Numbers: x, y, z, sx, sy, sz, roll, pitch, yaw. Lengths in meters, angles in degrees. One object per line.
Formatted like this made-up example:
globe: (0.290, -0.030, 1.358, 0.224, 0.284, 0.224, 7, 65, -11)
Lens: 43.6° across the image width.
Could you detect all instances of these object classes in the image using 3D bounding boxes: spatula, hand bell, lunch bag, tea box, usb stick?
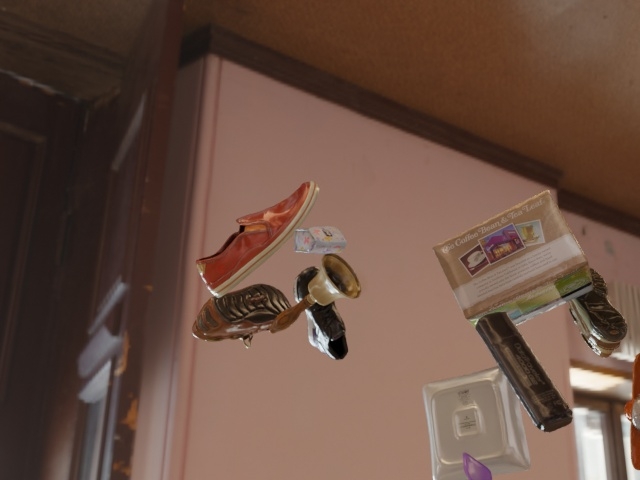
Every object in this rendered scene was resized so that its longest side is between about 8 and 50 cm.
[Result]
spatula: (0.466, 0.590, 1.906, 0.296, 0.084, 0.030, 22, 122, -7)
hand bell: (-0.032, 0.147, 1.869, 0.242, 0.126, 0.126, -40, 138, 26)
lunch bag: (0.000, 0.000, 1.485, 0.071, 0.053, 0.083, 0, -175, -30)
tea box: (0.512, 0.074, 2.104, 0.329, 0.220, 0.323, -28, 156, 13)
usb stick: (0.384, 0.243, 1.527, 0.077, 0.278, 0.045, -16, 133, -9)

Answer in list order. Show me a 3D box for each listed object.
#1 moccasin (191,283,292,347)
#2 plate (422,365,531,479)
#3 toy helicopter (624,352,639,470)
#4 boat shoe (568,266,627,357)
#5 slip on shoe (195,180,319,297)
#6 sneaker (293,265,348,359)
moccasin: (-0.208, 0.214, 2.217, 0.147, 0.139, 0.380, -41, 168, 27)
plate: (0.394, 0.480, 2.097, 0.277, 0.278, 0.045, -21, 149, 31)
toy helicopter: (0.578, 0.220, 1.263, 0.235, 0.355, 0.140, -29, 131, 35)
boat shoe: (0.748, 0.196, 2.243, 0.122, 0.324, 0.120, 0, 126, -3)
slip on shoe: (-0.133, -0.020, 1.729, 0.101, 0.331, 0.123, 49, 173, -11)
sneaker: (0.020, 0.196, 2.115, 0.107, 0.124, 0.283, -31, 128, -18)
